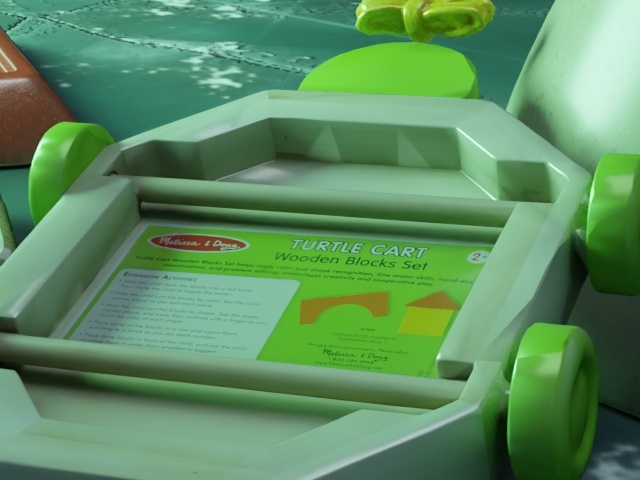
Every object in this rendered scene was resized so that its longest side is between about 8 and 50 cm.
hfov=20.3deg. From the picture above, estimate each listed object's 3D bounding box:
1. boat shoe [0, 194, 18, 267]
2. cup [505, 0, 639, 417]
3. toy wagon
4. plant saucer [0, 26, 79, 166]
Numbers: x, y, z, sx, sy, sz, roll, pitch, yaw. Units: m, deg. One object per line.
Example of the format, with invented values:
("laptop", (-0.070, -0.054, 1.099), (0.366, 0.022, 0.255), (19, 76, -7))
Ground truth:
("boat shoe", (-0.185, -0.010, 0.844), (0.072, 0.068, 0.190), (-14, 26, -11))
("cup", (0.239, -0.078, 0.830), (0.331, 0.237, 0.331), (2, 21, -1))
("toy wagon", (0.000, 0.000, 0.727), (0.267, 0.068, 0.344), (5, 34, 21))
("plant saucer", (-0.292, -0.101, 1.074), (0.258, 0.048, 0.259), (-6, 23, -21))
